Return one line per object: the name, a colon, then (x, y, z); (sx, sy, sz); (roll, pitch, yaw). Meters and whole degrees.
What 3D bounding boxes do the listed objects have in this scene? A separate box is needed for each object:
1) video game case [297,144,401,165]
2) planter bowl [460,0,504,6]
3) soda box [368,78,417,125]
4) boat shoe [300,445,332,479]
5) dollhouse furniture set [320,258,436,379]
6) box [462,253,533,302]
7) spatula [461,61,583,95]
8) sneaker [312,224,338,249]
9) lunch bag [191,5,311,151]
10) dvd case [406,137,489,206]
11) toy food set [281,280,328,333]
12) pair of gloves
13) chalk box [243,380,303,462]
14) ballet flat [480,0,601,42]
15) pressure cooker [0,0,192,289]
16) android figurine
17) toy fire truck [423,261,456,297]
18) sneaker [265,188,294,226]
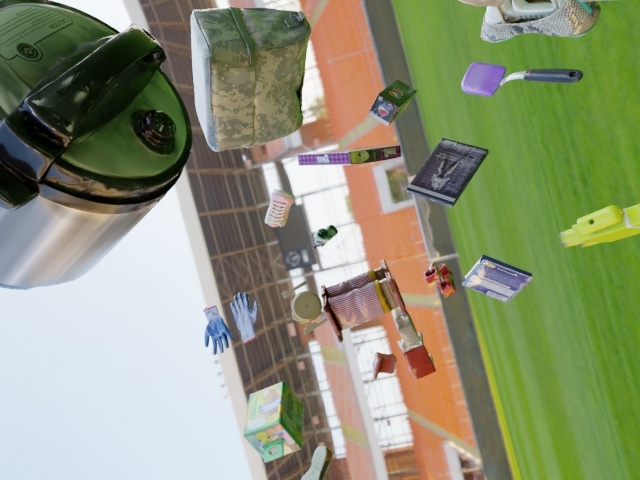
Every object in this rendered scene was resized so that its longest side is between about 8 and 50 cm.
video game case: (0.084, -0.251, 1.762); (0.210, 0.232, 0.041); (-13, -77, -38)
planter bowl: (0.299, -0.543, 1.180); (0.162, 0.109, 0.162); (-8, -90, -89)
soda box: (0.167, -0.320, 1.370); (0.053, 0.060, 0.169); (-61, -7, 33)
boat shoe: (-0.010, 0.562, 1.426); (0.043, 0.049, 0.137); (41, -113, -50)
dollhouse furniture set: (0.167, 0.260, 1.632); (0.152, 0.201, 0.374); (-98, -18, -68)
box: (0.476, 0.100, 1.596); (0.225, 0.137, 0.036); (93, -160, -70)
spatula: (0.427, -0.350, 1.279); (0.030, 0.084, 0.296); (32, 173, -34)
sneaker: (0.000, 0.000, 1.454); (0.038, 0.069, 0.098); (51, -153, 10)
lunch bag: (-0.153, -0.370, 1.365); (0.305, 0.256, 0.212); (100, 155, -50)
dvd case: (0.386, -0.210, 1.805); (0.221, 0.165, 0.018); (-54, -38, -17)
toy food set: (-0.059, 0.266, 2.386); (0.192, 0.132, 0.038); (60, 177, 5)
pair of gloves: (-0.268, 0.246, 1.776); (0.023, 0.198, 0.159); (41, -153, -62)
chalk box: (-0.139, 0.557, 1.776); (0.132, 0.132, 0.213); (58, -164, -27)
ballet flat: (0.634, -0.720, 1.838); (0.182, 0.164, 0.483); (34, 180, -29)
pressure cooker: (-0.412, -0.162, 0.939); (0.376, 0.420, 0.369); (5, -122, -48)
android figurine: (0.700, -0.043, 1.364); (0.248, 0.273, 0.056); (0, -108, -38)
toy fire truck: (0.406, 0.119, 2.021); (0.135, 0.047, 0.192); (51, -159, -16)
sneaker: (-0.090, -0.066, 1.291); (0.134, 0.051, 0.070); (126, 160, -79)
